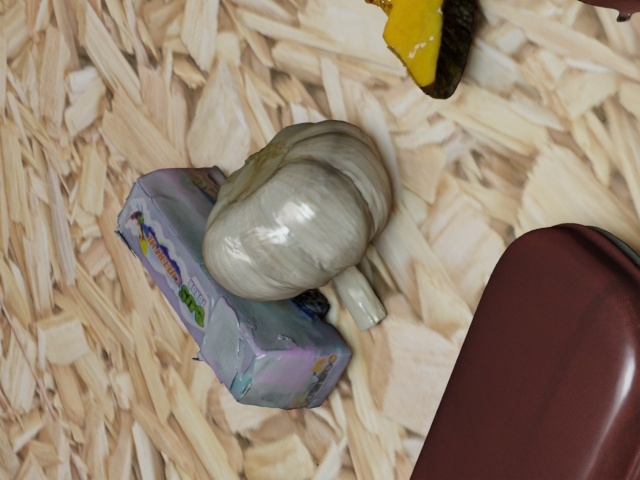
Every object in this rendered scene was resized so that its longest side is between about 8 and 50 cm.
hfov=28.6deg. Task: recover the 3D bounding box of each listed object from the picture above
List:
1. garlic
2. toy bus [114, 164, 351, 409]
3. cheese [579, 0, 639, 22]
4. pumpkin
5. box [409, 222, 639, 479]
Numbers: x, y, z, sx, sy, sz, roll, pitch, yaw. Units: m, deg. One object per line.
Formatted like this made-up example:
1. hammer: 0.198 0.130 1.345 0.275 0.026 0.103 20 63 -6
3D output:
1. garlic: 0.000 0.000 1.287 0.219 0.218 0.212 -19 118 44
2. toy bus: -0.101 0.049 1.385 0.317 0.138 0.112 50 126 34
3. cheese: 0.257 -0.241 0.977 0.203 0.177 0.128 11 99 45
4. pumpkin: 0.108 -0.273 1.199 0.163 0.111 0.278 -45 60 22
5. box: 0.188 0.188 1.074 0.404 0.108 0.263 -71 26 21
